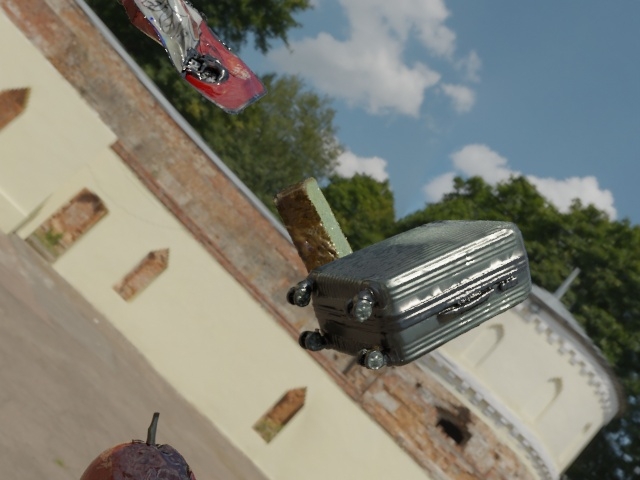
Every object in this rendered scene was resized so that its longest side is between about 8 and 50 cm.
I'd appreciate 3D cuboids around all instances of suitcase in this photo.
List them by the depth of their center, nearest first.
[{"bbox_3d":[0.130,0.065,1.066,0.202,0.312,0.128,4,-69,58],"label":"suitcase"}]

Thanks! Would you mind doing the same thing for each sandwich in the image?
[{"bbox_3d":[0.000,0.000,1.309,0.214,0.065,0.186,63,10,-5],"label":"sandwich"}]

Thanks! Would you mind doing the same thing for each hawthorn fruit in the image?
[{"bbox_3d":[-0.327,0.443,1.375,0.210,0.266,0.230,-8,-16,38],"label":"hawthorn fruit"}]

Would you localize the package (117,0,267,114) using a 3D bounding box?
[{"bbox_3d":[-0.190,-0.286,1.066,0.269,0.071,0.194,50,32,-11],"label":"package"}]
